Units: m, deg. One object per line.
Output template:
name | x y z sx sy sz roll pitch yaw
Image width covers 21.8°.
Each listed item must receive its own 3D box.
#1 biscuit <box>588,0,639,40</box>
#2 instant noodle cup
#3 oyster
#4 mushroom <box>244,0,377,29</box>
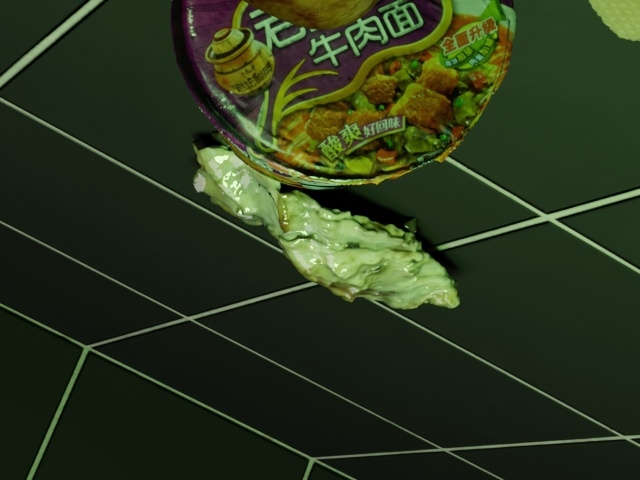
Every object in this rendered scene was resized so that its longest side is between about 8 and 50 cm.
biscuit | 0.285 -0.183 1.126 0.239 0.062 0.108 5 155 39
instant noodle cup | 0.009 -0.149 1.281 0.251 0.251 0.190 22 170 -1
oyster | 0.000 0.002 1.887 0.354 0.107 0.201 23 165 -3
mushroom | -0.022 -0.269 1.055 0.254 0.267 0.267 -12 160 -5
